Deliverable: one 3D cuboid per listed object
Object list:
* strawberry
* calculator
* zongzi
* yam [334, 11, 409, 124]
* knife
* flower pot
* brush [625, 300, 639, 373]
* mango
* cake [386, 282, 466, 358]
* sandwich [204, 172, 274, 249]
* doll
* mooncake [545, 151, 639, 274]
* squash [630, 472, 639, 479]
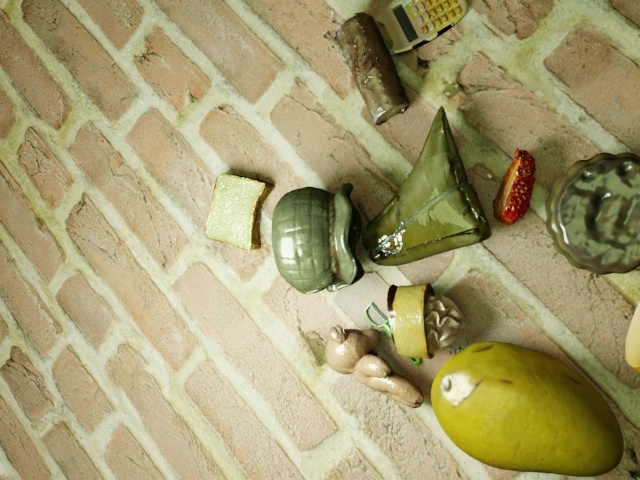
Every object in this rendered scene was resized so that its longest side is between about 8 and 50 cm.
[{"bbox_3d":[0.489,-0.126,1.349,0.082,0.121,0.188,19,98,1],"label":"strawberry"},{"bbox_3d":[0.277,-0.608,1.477,0.236,0.033,0.157,-26,80,17],"label":"calculator"},{"bbox_3d":[0.233,-0.130,1.426,0.323,0.160,0.361,-18,84,20],"label":"zongzi"},{"bbox_3d":[0.142,-0.459,1.482,0.131,0.131,0.280,-25,84,20],"label":"yam"},{"bbox_3d":[0.195,0.266,1.522,0.212,0.015,0.054,47,106,15],"label":"knife"},{"bbox_3d":[0.000,0.000,1.465,0.213,0.302,0.302,-5,88,10],"label":"flower pot"},{"bbox_3d":[0.804,0.192,1.213,0.166,0.174,0.267,17,81,8],"label":"brush"},{"bbox_3d":[0.486,0.415,1.302,0.445,0.220,0.301,25,97,16],"label":"mango"},{"bbox_3d":[0.275,0.195,1.401,0.178,0.185,0.208,-13,74,19],"label":"cake"},{"bbox_3d":[-0.249,-0.089,1.670,0.186,0.065,0.215,13,95,22],"label":"sandwich"},{"bbox_3d":[0.155,0.327,1.480,0.303,0.201,0.156,28,63,13],"label":"doll"},{"bbox_3d":[0.665,-0.061,1.257,0.290,0.161,0.290,-1,88,22],"label":"mooncake"},{"bbox_3d":[0.790,0.575,1.261,0.105,0.105,0.132,-52,55,14],"label":"squash"}]
